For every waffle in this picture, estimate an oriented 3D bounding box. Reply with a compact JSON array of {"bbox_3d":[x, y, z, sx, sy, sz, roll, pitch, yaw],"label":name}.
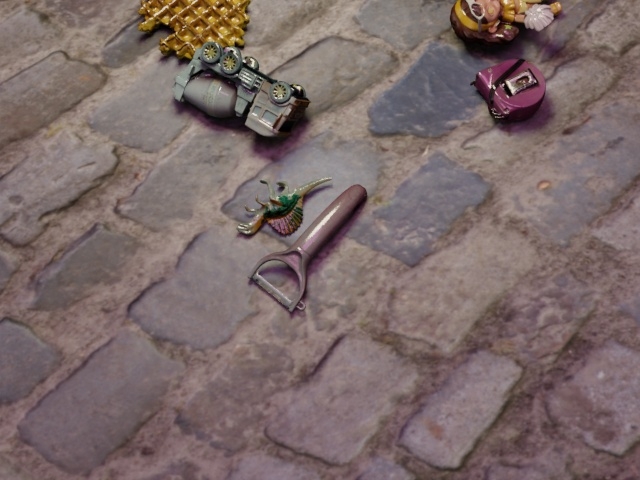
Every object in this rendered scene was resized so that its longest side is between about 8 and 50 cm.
[{"bbox_3d":[-0.256,-0.473,1.768,0.229,0.051,0.231,4,69,3],"label":"waffle"}]

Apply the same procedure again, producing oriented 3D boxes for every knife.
[{"bbox_3d":[0.000,-0.001,1.590,0.123,0.053,0.278,39,76,8],"label":"knife"}]

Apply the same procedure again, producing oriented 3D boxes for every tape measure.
[{"bbox_3d":[0.372,-0.291,1.672,0.125,0.074,0.118,-28,72,-6],"label":"tape measure"}]

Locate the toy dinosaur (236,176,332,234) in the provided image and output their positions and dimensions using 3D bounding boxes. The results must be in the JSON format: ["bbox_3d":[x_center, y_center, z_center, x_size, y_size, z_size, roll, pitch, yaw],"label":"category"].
[{"bbox_3d":[-0.066,-0.063,1.622,0.188,0.044,0.106,-3,83,-13],"label":"toy dinosaur"}]

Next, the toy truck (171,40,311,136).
[{"bbox_3d":[-0.159,-0.284,1.666,0.257,0.108,0.140,32,104,11],"label":"toy truck"}]

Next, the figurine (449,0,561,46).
[{"bbox_3d":[0.373,-0.464,1.715,0.240,0.115,0.174,-19,73,-12],"label":"figurine"}]
